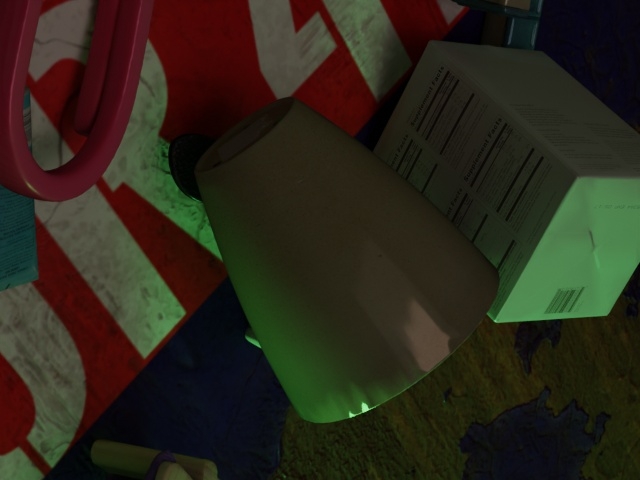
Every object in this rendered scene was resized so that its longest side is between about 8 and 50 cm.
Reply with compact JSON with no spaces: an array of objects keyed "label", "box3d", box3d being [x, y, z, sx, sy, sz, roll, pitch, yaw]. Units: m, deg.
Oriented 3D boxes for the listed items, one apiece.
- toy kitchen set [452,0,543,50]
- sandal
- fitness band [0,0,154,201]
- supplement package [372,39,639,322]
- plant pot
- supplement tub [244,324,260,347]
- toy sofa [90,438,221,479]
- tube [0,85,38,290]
[{"label":"toy kitchen set","box3d":[0.215,-0.264,2.027,0.207,0.166,0.122,0,105,-43]},{"label":"sandal","box3d":[-0.102,-0.066,1.891,0.179,0.040,0.067,21,89,-48]},{"label":"fitness band","box3d":[-0.234,-0.180,1.655,0.209,0.054,0.291,11,90,-67]},{"label":"supplement package","box3d":[0.222,-0.067,2.004,0.199,0.263,0.198,-1,127,-43]},{"label":"plant pot","box3d":[0.000,0.000,1.828,0.256,0.256,0.274,-44,108,-23]},{"label":"supplement tub","box3d":[-0.031,0.076,1.990,0.071,0.071,0.107,34,81,-45]},{"label":"toy sofa","box3d":[-0.217,0.384,1.802,0.177,0.150,0.363,44,59,-51]},{"label":"tube","box3d":[-0.299,-0.046,1.707,0.080,0.052,0.207,-20,121,-42]}]
